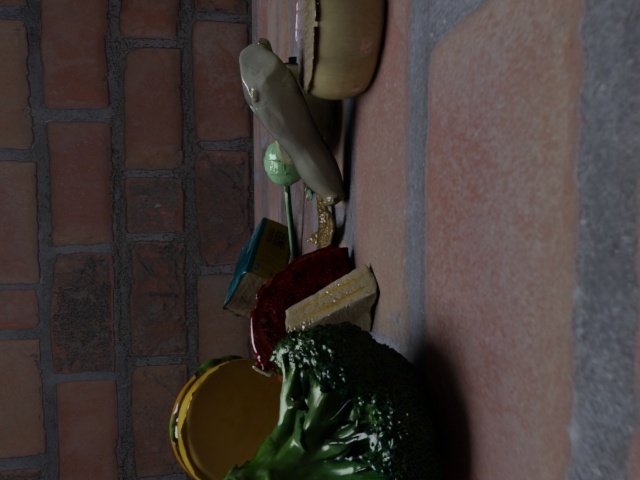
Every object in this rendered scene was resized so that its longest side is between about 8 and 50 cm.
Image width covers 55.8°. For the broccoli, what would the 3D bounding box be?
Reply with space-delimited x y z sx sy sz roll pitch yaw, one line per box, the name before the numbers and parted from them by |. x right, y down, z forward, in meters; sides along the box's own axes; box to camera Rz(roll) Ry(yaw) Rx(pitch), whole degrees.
broccoli | 0.012 0.247 0.747 0.297 0.297 0.298 38 149 28

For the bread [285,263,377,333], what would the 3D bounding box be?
bread | 0.015 0.107 1.036 0.077 0.152 0.105 -106 14 -50

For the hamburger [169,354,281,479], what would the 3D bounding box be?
hamburger | -0.233 0.517 1.739 0.277 0.395 0.396 145 123 -65

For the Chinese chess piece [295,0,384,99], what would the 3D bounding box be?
Chinese chess piece | 0.024 -0.378 1.031 0.270 0.112 0.270 179 90 -80

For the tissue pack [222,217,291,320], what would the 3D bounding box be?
tissue pack | -0.178 0.086 1.820 0.192 0.134 0.271 -53 16 37

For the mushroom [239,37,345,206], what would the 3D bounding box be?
mushroom | -0.045 -0.206 1.141 0.351 0.097 0.109 56 -175 -33

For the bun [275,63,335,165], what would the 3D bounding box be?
bun | -0.036 -0.263 1.299 0.220 0.134 0.221 176 90 -86

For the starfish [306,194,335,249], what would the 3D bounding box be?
starfish | 0.000 0.000 1.322 0.277 0.062 0.236 97 167 -51

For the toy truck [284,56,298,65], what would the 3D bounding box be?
toy truck | -0.058 -0.380 1.549 0.088 0.074 0.202 104 162 -68

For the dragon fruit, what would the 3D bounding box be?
dragon fruit | -0.037 0.180 1.153 0.152 0.204 0.317 116 151 -68

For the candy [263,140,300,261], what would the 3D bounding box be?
candy | -0.088 -0.071 1.711 0.119 0.119 0.440 -116 20 -65

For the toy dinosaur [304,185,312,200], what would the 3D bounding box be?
toy dinosaur | -0.028 -0.138 1.560 0.062 0.021 0.083 -85 -2 -63
